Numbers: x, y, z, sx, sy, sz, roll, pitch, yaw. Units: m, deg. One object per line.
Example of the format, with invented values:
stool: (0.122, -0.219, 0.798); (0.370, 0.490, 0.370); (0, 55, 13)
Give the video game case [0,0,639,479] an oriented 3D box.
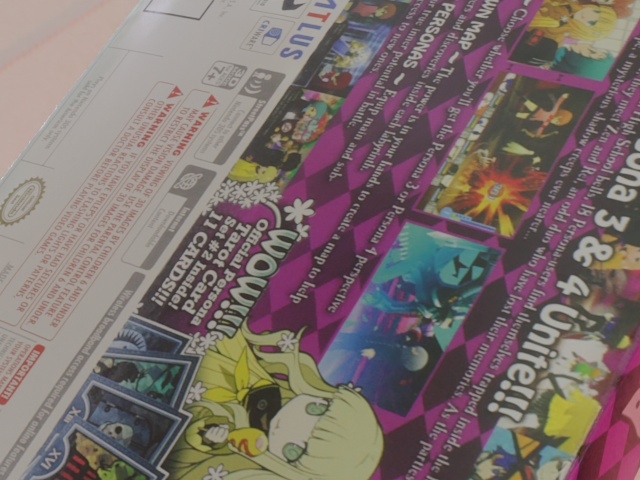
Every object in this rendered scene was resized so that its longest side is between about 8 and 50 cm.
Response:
video game case: (0.000, 0.000, 0.378); (0.210, 0.042, 0.232); (16, -117, 35)
